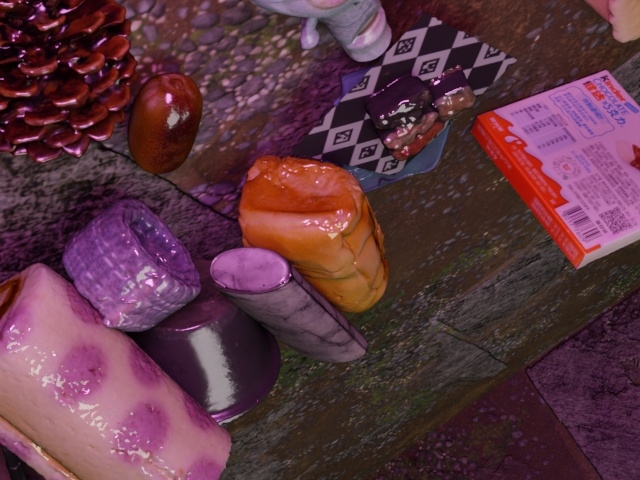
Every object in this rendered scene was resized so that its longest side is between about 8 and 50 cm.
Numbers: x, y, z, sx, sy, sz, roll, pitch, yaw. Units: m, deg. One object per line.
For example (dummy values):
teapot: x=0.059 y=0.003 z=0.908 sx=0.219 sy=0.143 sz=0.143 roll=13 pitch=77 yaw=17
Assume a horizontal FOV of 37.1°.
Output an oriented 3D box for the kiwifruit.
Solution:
kiwifruit: x=-0.162 y=-0.121 z=0.990 sx=0.075 sy=0.075 sz=0.124 roll=-18 pitch=148 yaw=-29

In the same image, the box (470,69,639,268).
box: x=0.405 y=-0.116 z=1.420 sx=0.265 sy=0.273 sz=0.048 roll=-21 pitch=152 yaw=-22

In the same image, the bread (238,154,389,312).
bread: x=0.000 y=0.000 z=1.265 sx=0.294 sy=0.166 sz=0.132 roll=59 pitch=48 yaw=-67

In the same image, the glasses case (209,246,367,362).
glasses case: x=-0.032 y=0.092 z=1.253 sx=0.114 sy=0.060 sz=0.299 roll=2 pitch=158 yaw=24

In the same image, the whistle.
whistle: x=0.005 y=-0.255 z=0.894 sx=0.346 sy=0.133 sz=0.142 roll=32 pitch=73 yaw=-73

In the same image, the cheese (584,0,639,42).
cheese: x=0.428 y=-0.398 z=1.132 sx=0.384 sy=0.104 sz=0.384 roll=-26 pitch=153 yaw=-14

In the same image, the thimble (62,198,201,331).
thimble: x=-0.219 y=0.031 z=1.113 sx=0.097 sy=0.150 sz=0.150 roll=-37 pitch=155 yaw=11

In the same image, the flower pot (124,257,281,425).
flower pot: x=-0.176 y=0.120 z=1.286 sx=0.235 sy=0.235 sz=0.148 roll=-22 pitch=133 yaw=-21

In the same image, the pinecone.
pinecone: x=-0.227 y=-0.161 z=0.752 sx=0.163 sy=0.163 sz=0.165 roll=-21 pitch=140 yaw=-23

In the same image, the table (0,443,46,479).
table: x=-0.342 y=0.340 z=1.359 sx=0.317 sy=0.317 sz=0.249 roll=-15 pitch=159 yaw=-33

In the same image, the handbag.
handbag: x=0.085 y=-0.149 z=1.243 sx=0.179 sy=0.062 sz=0.229 roll=-21 pitch=153 yaw=-17

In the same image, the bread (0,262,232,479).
bread: x=-0.276 y=0.192 z=1.131 sx=0.187 sy=0.155 sz=0.338 roll=-25 pitch=120 yaw=33

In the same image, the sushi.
sushi: x=0.116 y=-0.148 z=1.149 sx=0.231 sy=0.047 sz=0.219 roll=-43 pitch=151 yaw=27
